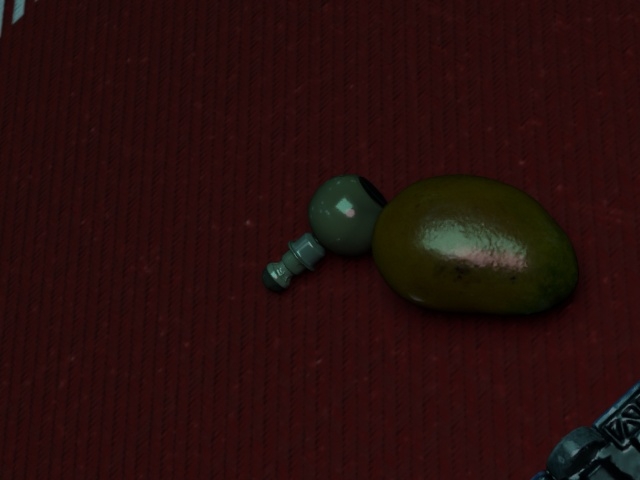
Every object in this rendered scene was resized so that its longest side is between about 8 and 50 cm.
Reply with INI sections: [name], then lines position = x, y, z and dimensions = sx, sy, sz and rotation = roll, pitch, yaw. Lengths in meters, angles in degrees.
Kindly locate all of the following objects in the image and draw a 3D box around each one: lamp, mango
[lamp]
position = 0.000, 0.000, 2.002
dimensions = 0.163, 0.091, 0.091
rotation = -41, 57, 13
[mango]
position = 0.164, 0.005, 1.916
dimensions = 0.221, 0.120, 0.151
rotation = 4, 68, 14

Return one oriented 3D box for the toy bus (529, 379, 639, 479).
[toy bus]
position = 0.329, 0.223, 1.700
dimensions = 0.312, 0.190, 0.152
rotation = -42, 59, -5
